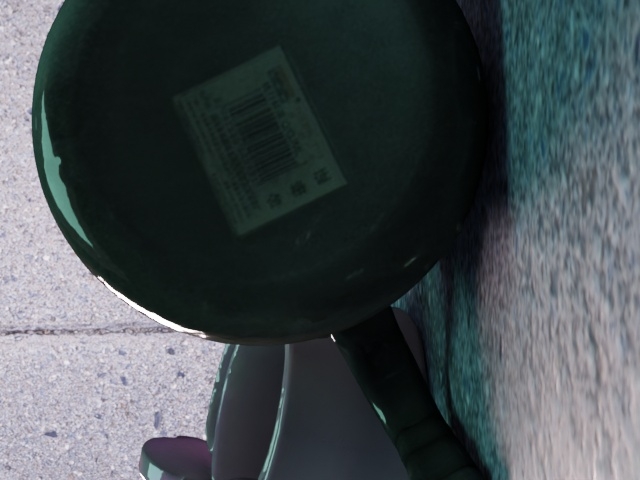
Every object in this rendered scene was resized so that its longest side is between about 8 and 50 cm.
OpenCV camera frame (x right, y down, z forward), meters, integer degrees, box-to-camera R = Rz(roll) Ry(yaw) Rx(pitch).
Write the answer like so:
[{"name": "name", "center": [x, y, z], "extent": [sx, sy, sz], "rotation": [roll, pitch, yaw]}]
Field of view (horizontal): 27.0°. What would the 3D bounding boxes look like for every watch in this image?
[{"name": "watch", "center": [-0.006, 0.139, 0.978], "extent": [0.248, 0.210, 0.218], "rotation": [-127, 53, -71]}]

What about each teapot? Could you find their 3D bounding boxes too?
[{"name": "teapot", "center": [0.010, -0.022, 0.750], "extent": [0.223, 0.305, 0.285], "rotation": [-55, -8, -5]}]
